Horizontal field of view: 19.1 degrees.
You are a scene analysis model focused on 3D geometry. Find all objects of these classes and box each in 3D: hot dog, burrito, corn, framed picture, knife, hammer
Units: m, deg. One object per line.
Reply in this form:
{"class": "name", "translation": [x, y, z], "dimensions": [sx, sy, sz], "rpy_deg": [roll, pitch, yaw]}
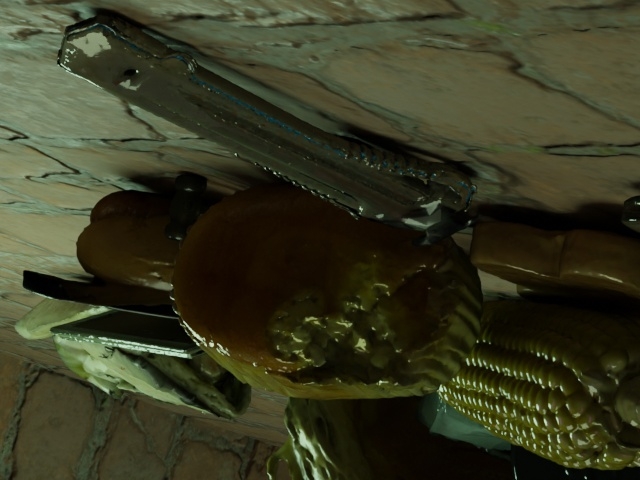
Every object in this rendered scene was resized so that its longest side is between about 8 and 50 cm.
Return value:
{"class": "hot dog", "translation": [-0.105, 0.017, 1.797], "dimensions": [0.326, 0.107, 0.194], "rpy_deg": [8, -178, -25]}
{"class": "burrito", "translation": [-0.229, 0.121, 2.369], "dimensions": [0.190, 0.135, 0.332], "rpy_deg": [32, 164, -32]}
{"class": "corn", "translation": [0.188, 0.113, 1.591], "dimensions": [0.130, 0.130, 0.347], "rpy_deg": [19, 177, -25]}
{"class": "framed picture", "translation": [-0.121, 0.081, 2.011], "dimensions": [0.231, 0.018, 0.293], "rpy_deg": [-16, -170, -33]}
{"class": "knife", "translation": [-0.032, -0.083, 1.364], "dimensions": [0.365, 0.043, 0.089], "rpy_deg": [24, 132, -35]}
{"class": "hammer", "translation": [0.000, 0.000, 1.728], "dimensions": [0.292, 0.058, 0.029], "rpy_deg": [13, 175, -21]}

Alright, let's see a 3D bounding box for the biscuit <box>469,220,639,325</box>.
{"class": "biscuit", "translation": [0.293, 0.048, 1.573], "dimensions": [0.355, 0.052, 0.275], "rpy_deg": [20, 172, -34]}

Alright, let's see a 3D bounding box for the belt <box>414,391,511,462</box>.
{"class": "belt", "translation": [0.227, 0.159, 1.950], "dimensions": [0.257, 0.150, 0.207], "rpy_deg": [20, 173, -31]}

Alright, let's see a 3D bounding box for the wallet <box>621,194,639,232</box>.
{"class": "wallet", "translation": [0.290, -0.012, 1.320], "dimensions": [0.118, 0.039, 0.152], "rpy_deg": [17, 170, -26]}

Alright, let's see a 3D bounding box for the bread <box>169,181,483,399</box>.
{"class": "bread", "translation": [0.003, 0.043, 1.586], "dimensions": [0.250, 0.179, 0.133], "rpy_deg": [12, 161, 24]}

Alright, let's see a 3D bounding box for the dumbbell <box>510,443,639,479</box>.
{"class": "dumbbell", "translation": [0.350, 0.208, 1.794], "dimensions": [0.322, 0.204, 0.203], "rpy_deg": [12, 173, -44]}

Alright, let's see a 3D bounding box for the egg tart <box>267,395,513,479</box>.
{"class": "egg tart", "translation": [0.105, 0.259, 2.054], "dimensions": [0.388, 0.388, 0.169], "rpy_deg": [19, 134, -25]}
